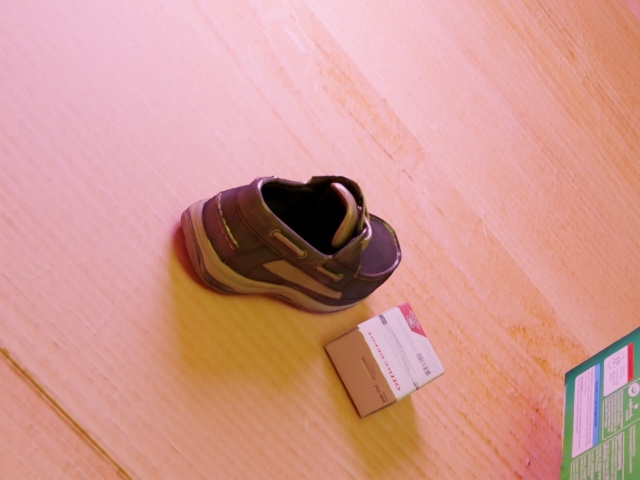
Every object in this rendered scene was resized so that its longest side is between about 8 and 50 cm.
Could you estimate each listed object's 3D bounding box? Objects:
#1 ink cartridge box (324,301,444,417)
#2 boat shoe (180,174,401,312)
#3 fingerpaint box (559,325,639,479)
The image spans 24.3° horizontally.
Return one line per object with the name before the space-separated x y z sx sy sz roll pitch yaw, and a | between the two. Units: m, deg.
ink cartridge box | 0.076 0.139 1.737 0.135 0.056 0.099 -18 79 -59
boat shoe | 0.000 0.000 1.670 0.355 0.130 0.132 2 63 -55
fingerpaint box | 0.474 0.375 1.847 0.371 0.163 0.445 44 30 -16
